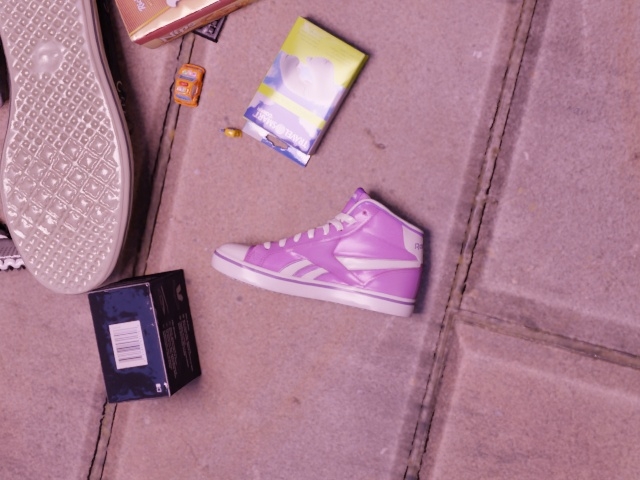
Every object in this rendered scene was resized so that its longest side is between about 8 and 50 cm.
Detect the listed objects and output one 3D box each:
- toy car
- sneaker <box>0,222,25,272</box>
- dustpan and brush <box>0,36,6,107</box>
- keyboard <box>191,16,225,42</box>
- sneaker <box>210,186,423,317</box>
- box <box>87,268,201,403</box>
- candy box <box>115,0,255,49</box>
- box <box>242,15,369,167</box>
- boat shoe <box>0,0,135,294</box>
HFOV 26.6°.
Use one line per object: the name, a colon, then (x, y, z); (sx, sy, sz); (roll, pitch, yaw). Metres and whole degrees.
toy car: (-0.152, -0.193, 1.863); (0.122, 0.040, 0.060); (33, 101, 7)
sneaker: (-0.491, -0.012, 1.936); (0.234, 0.078, 0.106); (4, 99, 14)
dustpan and brush: (-0.475, -0.208, 1.907); (0.060, 0.147, 0.211); (-4, 124, -7)
keyboard: (-0.216, -0.331, 1.872); (0.180, 0.023, 0.108); (25, 101, 9)
sneaker: (0.000, 0.000, 1.828); (0.282, 0.102, 0.161); (10, 95, 0)
box: (-0.238, 0.129, 1.855); (0.093, 0.158, 0.156); (-9, 94, 12)
candy box: (-0.217, -0.439, 1.815); (0.183, 0.087, 0.316); (-23, 86, 12)
box: (-0.025, -0.200, 1.835); (0.109, 0.042, 0.178); (31, 100, 8)
boat shoe: (-0.345, -0.177, 1.847); (0.187, 0.156, 0.500); (-7, 92, 7)
